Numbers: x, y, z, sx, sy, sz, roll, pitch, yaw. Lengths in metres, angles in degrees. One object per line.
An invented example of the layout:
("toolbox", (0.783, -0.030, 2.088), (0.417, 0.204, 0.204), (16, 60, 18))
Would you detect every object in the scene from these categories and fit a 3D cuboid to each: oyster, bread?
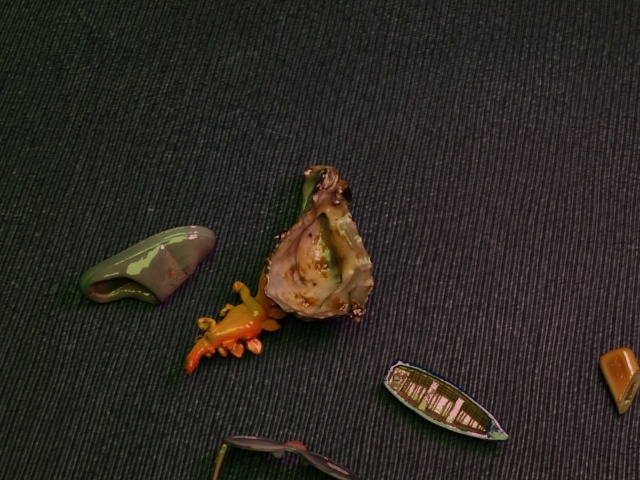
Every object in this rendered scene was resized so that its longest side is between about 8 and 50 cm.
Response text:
("oyster", (-0.008, -0.002, 1.961), (0.197, 0.133, 0.337), (21, 56, -25))
("bread", (0.514, 0.234, 1.906), (0.062, 0.049, 0.103), (-26, 65, 18))

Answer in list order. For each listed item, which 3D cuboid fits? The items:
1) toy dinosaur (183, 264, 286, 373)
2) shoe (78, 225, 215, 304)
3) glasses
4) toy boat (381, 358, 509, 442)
("toy dinosaur", (-0.123, 0.133, 1.939), (0.117, 0.070, 0.288), (34, 62, 21))
("shoe", (-0.291, 0.058, 1.959), (0.251, 0.103, 0.100), (-23, 65, -5))
("glasses", (-0.077, 0.451, 1.805), (0.234, 0.118, 0.268), (17, 85, 6))
("toy boat", (0.210, 0.278, 1.885), (0.229, 0.046, 0.080), (28, 66, 12))
